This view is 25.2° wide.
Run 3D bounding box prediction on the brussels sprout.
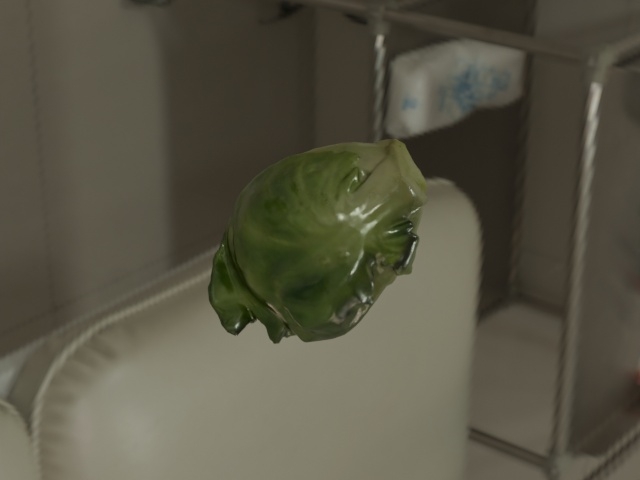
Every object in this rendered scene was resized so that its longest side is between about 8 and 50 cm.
[{"bbox_3d":[0.000,0.000,1.096,0.139,0.181,0.100,46,28,-8],"label":"brussels sprout"}]
